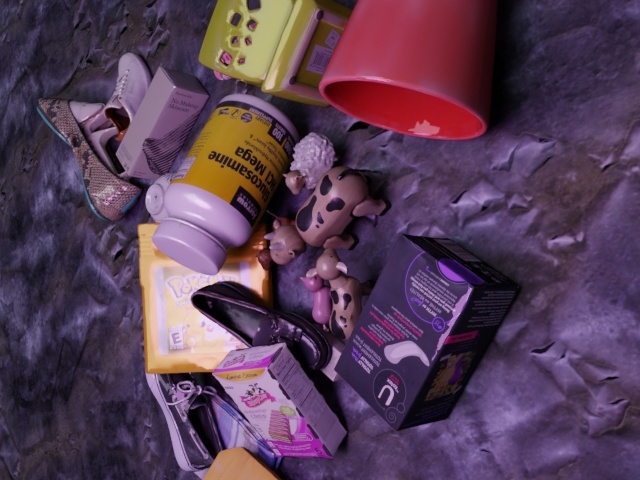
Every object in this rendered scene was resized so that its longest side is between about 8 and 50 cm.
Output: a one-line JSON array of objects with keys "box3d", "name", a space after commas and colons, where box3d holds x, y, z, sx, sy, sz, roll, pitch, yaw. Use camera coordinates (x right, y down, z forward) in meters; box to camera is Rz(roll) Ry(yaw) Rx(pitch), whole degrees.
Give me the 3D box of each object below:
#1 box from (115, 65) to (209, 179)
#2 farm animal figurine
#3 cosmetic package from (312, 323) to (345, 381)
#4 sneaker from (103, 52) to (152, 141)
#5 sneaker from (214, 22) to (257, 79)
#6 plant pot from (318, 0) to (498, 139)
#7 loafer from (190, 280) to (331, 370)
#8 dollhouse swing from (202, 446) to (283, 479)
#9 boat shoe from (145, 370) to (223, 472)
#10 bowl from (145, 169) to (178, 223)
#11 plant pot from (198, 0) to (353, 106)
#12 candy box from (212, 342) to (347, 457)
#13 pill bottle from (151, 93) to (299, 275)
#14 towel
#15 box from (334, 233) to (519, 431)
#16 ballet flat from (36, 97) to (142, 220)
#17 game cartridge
[{"box3d": [-0.399, -0.287, 1.629, 0.094, 0.113, 0.275, 53, 122, 31], "name": "box"}, {"box3d": [0.000, 0.000, 1.201, 0.330, 0.172, 0.327, 39, 113, 37], "name": "farm animal figurine"}, {"box3d": [0.011, 0.216, 1.265, 0.115, 0.041, 0.060, 37, 111, 38], "name": "cosmetic package"}, {"box3d": [-0.520, -0.388, 1.741, 0.105, 0.123, 0.290, -31, 66, 39], "name": "sneaker"}, {"box3d": [-0.163, -0.420, 1.455, 0.170, 0.075, 0.063, -42, 86, 9], "name": "sneaker"}, {"box3d": [0.160, -0.317, 1.036, 0.274, 0.274, 0.243, 12, 85, 42], "name": "plant pot"}, {"box3d": [-0.125, 0.171, 1.258, 0.302, 0.095, 0.109, 26, 101, 25], "name": "loafer"}, {"box3d": [-0.129, 0.656, 1.328, 0.346, 0.315, 0.305, 26, 66, 40], "name": "dollhouse swing"}, {"box3d": [-0.295, 0.355, 1.441, 0.104, 0.113, 0.307, -25, 75, 30], "name": "boat shoe"}, {"box3d": [-0.383, -0.099, 1.622, 0.170, 0.080, 0.170, -4, 84, 43], "name": "bowl"}, {"box3d": [-0.060, -0.387, 1.255, 0.207, 0.228, 0.227, 36, 111, 30], "name": "plant pot"}, {"box3d": [-0.076, 0.309, 1.234, 0.159, 0.071, 0.234, -16, 114, 41], "name": "candy box"}, {"box3d": [-0.189, -0.108, 1.284, 0.187, 0.188, 0.334, 4, 60, 43], "name": "pill bottle"}, {"box3d": [-0.206, 0.484, 1.453, 0.285, 0.034, 0.210, 28, 106, 40], "name": "towel"}, {"box3d": [0.167, 0.146, 1.057, 0.165, 0.143, 0.271, 40, 114, 39], "name": "box"}, {"box3d": [-0.629, -0.271, 1.833, 0.182, 0.164, 0.483, -40, 66, 9], "name": "ballet flat"}, {"box3d": [-0.243, 0.117, 1.383, 0.285, 0.052, 0.324, -4, 91, 7], "name": "game cartridge"}]
